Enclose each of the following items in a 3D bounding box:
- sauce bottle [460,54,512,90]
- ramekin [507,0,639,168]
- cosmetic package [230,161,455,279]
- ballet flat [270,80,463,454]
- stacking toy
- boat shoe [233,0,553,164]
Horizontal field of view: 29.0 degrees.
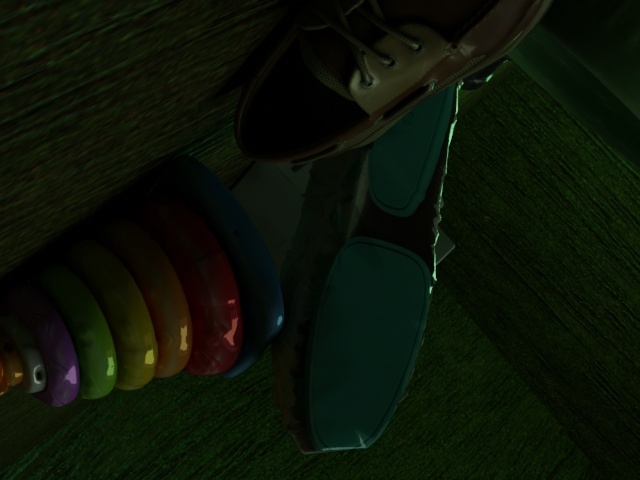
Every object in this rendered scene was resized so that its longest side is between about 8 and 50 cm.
[{"bbox_3d":[0.244,-0.282,1.429,0.111,0.111,0.344,-38,179,-30],"label":"sauce bottle"},{"bbox_3d":[0.242,-0.186,0.993,0.148,0.303,0.303,-47,177,6],"label":"ramekin"},{"bbox_3d":[0.000,0.000,1.491,0.138,0.225,0.224,-38,178,-38],"label":"cosmetic package"},{"bbox_3d":[0.033,-0.009,1.101,0.147,0.147,0.409,132,-26,-76],"label":"ballet flat"},{"bbox_3d":[-0.196,0.072,0.995,0.302,0.175,0.166,-25,167,-32],"label":"stacking toy"},{"bbox_3d":[0.043,-0.138,0.848,0.120,0.122,0.324,-34,174,-38],"label":"boat shoe"}]
